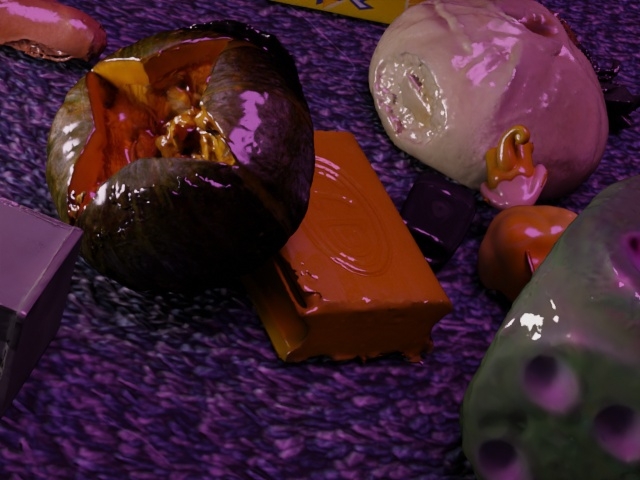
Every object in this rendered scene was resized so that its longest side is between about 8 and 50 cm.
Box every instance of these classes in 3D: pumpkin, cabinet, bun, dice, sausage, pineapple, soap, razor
[{"bbox_3d":[-0.152,-0.088,1.522,0.320,0.192,0.320,-11,54,16],"label":"pumpkin"},{"bbox_3d":[-0.363,0.041,1.356,0.206,0.145,0.150,22,37,1],"label":"cabinet"},{"bbox_3d":[0.254,-0.228,1.961,0.364,0.202,0.364,16,37,-12],"label":"bun"},{"bbox_3d":[0.352,0.147,1.441,0.322,0.318,0.330,34,38,17],"label":"dice"},{"bbox_3d":[-0.435,-0.287,1.786,0.327,0.079,0.087,8,28,-20],"label":"sausage"},{"bbox_3d":[0.396,-0.259,2.159,0.237,0.111,0.119,40,69,14],"label":"pineapple"},{"bbox_3d":[0.000,0.001,1.632,0.204,0.096,0.324,-1,42,-29],"label":"soap"},{"bbox_3d":[0.143,-0.023,1.768,0.090,0.054,0.148,26,37,5],"label":"razor"}]

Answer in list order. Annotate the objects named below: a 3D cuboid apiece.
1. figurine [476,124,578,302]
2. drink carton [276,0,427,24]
[{"bbox_3d":[0.257,-0.018,1.739,0.156,0.131,0.246,-21,56,14],"label":"figurine"},{"bbox_3d":[0.097,-0.425,2.164,0.351,0.154,0.111,8,38,-19],"label":"drink carton"}]
